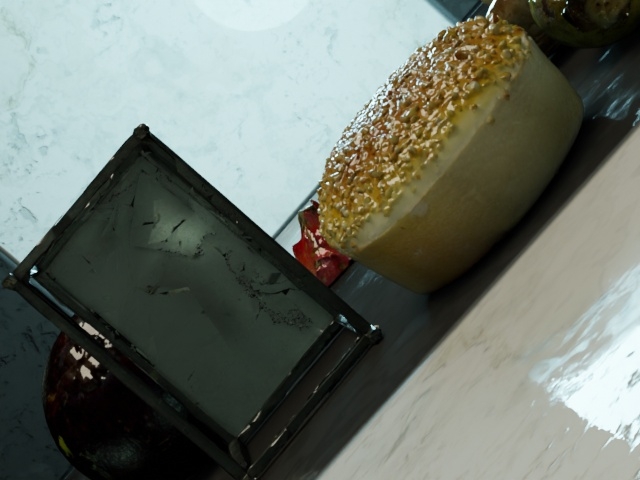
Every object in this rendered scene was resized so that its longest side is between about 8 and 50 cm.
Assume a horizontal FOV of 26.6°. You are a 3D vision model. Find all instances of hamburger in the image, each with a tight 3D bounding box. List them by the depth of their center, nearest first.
[{"bbox_3d":[0.118,-0.086,1.331,0.302,0.170,0.302,-50,6,7],"label":"hamburger"}]

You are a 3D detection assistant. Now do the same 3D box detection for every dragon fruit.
[{"bbox_3d":[0.000,0.000,2.091,0.153,0.111,0.153,-47,1,2],"label":"dragon fruit"}]

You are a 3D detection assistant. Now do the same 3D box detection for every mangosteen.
[{"bbox_3d":[-0.227,0.198,1.802,0.288,0.288,0.288,-49,5,6],"label":"mangosteen"}]

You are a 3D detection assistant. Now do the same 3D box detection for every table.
[{"bbox_3d":[-0.140,0.068,1.497,0.222,0.335,0.272,-50,6,-3],"label":"table"}]

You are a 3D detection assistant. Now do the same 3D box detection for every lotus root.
[{"bbox_3d":[0.293,-0.277,1.442,0.154,0.154,0.278,-48,5,16],"label":"lotus root"}]

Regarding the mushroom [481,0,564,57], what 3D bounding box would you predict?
[{"bbox_3d":[0.288,-0.322,1.800,0.278,0.146,0.278,-57,-2,-4],"label":"mushroom"}]
